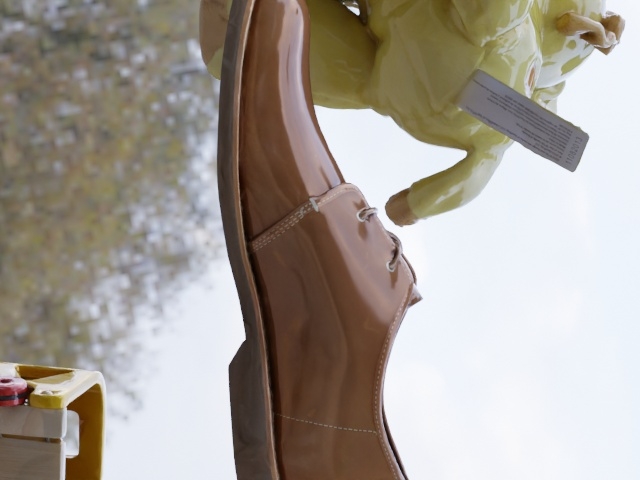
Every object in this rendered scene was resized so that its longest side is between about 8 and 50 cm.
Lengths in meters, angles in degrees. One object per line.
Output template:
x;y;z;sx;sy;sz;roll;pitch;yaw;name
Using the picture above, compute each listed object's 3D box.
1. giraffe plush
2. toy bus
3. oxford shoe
0.071;-0.120;0.890;0.210;0.170;0.181;47;-59;10;giraffe plush
-0.224;0.116;1.132;0.202;0.191;0.104;50;15;1;toy bus
0.000;0.000;0.740;0.076;0.076;0.212;-37;121;-80;oxford shoe
